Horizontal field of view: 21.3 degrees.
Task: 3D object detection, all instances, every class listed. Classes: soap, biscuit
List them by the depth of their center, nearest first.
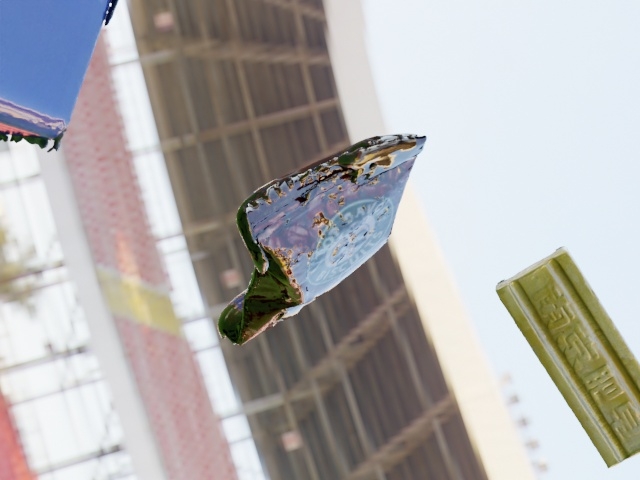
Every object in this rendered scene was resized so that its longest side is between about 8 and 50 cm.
[{"bbox_3d":[-0.005,0.003,1.281,0.063,0.151,0.235,48,-24,14],"label":"biscuit"},{"bbox_3d":[0.295,0.131,1.869,0.252,0.092,0.037,56,12,-11],"label":"soap"}]

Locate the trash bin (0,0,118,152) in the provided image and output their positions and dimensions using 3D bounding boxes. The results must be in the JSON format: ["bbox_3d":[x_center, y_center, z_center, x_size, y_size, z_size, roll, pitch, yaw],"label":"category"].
[{"bbox_3d":[-0.235,-0.155,0.908,0.162,0.234,0.184,10,-101,53],"label":"trash bin"}]
